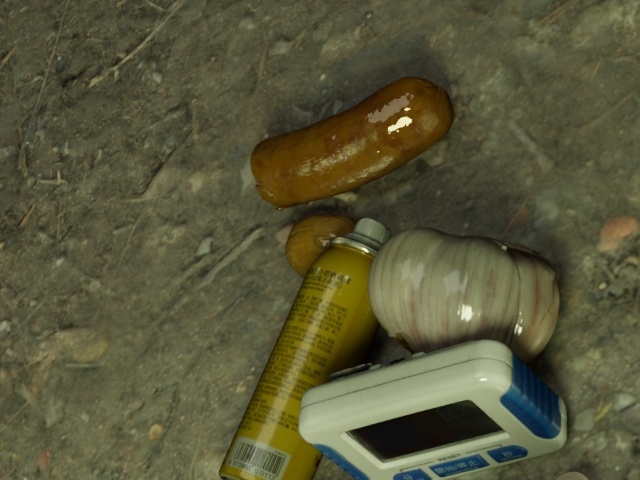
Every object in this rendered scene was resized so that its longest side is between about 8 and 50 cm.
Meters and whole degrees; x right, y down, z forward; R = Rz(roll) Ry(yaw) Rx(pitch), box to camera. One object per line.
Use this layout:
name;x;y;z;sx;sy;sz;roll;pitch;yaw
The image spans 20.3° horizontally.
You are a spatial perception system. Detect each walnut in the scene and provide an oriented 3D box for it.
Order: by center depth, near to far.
walnut;0.000;0.000;2.206;0.121;0.052;0.091;1;61;36

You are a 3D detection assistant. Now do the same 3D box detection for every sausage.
sausage;0.039;-0.120;2.218;0.270;0.109;0.109;-23;51;26

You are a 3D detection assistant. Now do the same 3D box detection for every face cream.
face cream;-0.003;0.134;2.085;0.105;0.105;0.348;10;70;42

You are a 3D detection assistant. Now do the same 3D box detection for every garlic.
garlic;0.149;0.080;1.996;0.256;0.207;0.207;120;149;-45

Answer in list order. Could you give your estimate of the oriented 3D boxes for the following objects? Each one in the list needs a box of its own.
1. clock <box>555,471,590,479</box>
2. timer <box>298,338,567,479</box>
clock;0.206;0.335;1.825;0.229;0.063;0.155;-53;47;2
timer;0.120;0.184;1.906;0.253;0.178;0.078;-17;49;28
